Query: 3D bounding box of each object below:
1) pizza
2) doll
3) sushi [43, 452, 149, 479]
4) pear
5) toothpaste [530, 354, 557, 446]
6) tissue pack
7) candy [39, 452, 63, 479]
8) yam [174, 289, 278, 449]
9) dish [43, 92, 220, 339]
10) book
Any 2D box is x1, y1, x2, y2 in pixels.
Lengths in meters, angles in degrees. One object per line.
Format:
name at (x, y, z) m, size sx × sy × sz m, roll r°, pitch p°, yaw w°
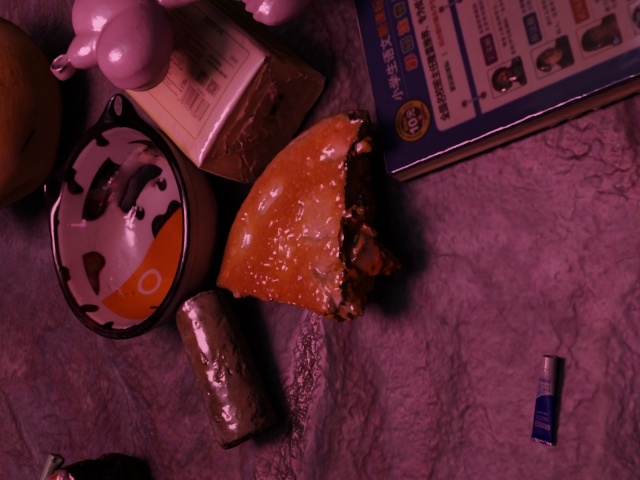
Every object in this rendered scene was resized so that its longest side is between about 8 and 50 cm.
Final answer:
pizza at (0.000, 0.000, 1.002) m, size 0.290 × 0.081 × 0.229 m, roll -52°, pitch 48°, yaw 26°
doll at (-0.128, -0.262, 0.987) m, size 0.365 × 0.094 × 0.160 m, roll -25°, pitch 59°, yaw 5°
sushi at (-0.288, 0.390, 1.175) m, size 0.136 × 0.126 × 0.225 m, roll -11°, pitch 80°, yaw 38°
pear at (-0.523, -0.176, 1.328) m, size 0.309 × 0.309 × 0.310 m, roll -5°, pitch 82°, yaw 39°
toothpaste at (0.212, 0.150, 0.858) m, size 0.024 × 0.015 × 0.083 m, roll 11°, pitch 97°, yaw 47°
tissue pack at (-0.129, -0.197, 1.104) m, size 0.234 × 0.125 × 0.159 m, roll 44°, pitch 109°, yaw 34°
candy at (-0.462, 0.519, 1.333) m, size 0.119 × 0.119 × 0.440 m, roll 19°, pitch 91°, yaw 39°
yam at (-0.113, 0.152, 1.072) m, size 0.078 × 0.078 × 0.179 m, roll -31°, pitch 77°, yaw 33°
dish at (-0.219, -0.018, 1.159) m, size 0.303 × 0.120 × 0.303 m, roll -2°, pitch 87°, yaw 40°
book at (0.214, -0.262, 0.882) m, size 0.427 × 0.039 × 0.300 m, roll -19°, pitch 73°, yaw 37°
